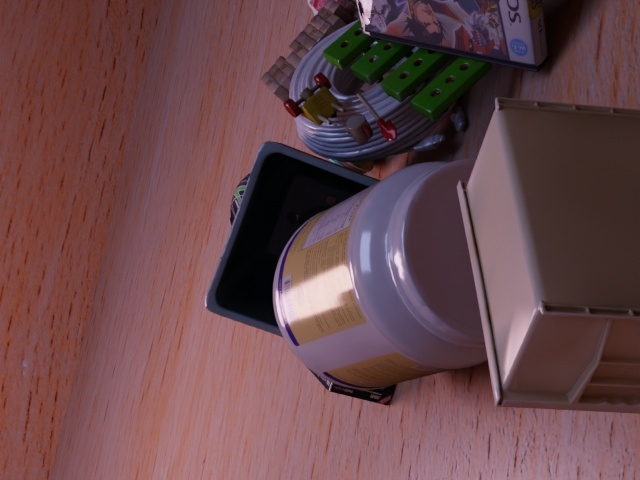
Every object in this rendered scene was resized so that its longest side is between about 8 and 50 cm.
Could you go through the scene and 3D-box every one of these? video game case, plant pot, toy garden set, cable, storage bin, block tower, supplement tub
[{"bbox_3d":[0.147,-0.343,1.674,0.275,0.248,0.035,18,50,34],"label":"video game case"},{"bbox_3d":[0.000,0.000,1.919,0.252,0.247,0.248,-82,12,-80],"label":"plant pot"},{"bbox_3d":[0.084,-0.202,1.803,0.204,0.049,0.244,-42,43,-11],"label":"toy garden set"},{"bbox_3d":[0.075,-0.221,1.927,0.257,0.089,0.257,-16,44,18],"label":"cable"},{"bbox_3d":[0.276,0.012,1.184,0.123,0.260,0.262,103,168,-45],"label":"storage bin"},{"bbox_3d":[0.055,-0.340,2.074,0.335,0.091,0.097,-48,26,5],"label":"block tower"},{"bbox_3d":[0.109,0.043,1.588,0.331,0.241,0.241,-26,50,62],"label":"supplement tub"}]

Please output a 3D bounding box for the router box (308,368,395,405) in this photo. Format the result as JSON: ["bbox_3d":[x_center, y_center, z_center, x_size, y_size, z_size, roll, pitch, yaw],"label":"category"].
[{"bbox_3d":[0.040,0.184,1.861,0.038,0.092,0.122,-71,21,7],"label":"router box"}]

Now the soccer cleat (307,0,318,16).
[{"bbox_3d":[0.001,-0.458,2.378,0.116,0.143,0.331,-50,31,45],"label":"soccer cleat"}]

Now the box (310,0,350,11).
[{"bbox_3d":[0.096,-0.465,2.173,0.257,0.122,0.128,-67,23,16],"label":"box"}]

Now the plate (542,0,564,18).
[{"bbox_3d":[0.198,-0.381,1.663,0.045,0.278,0.277,-51,7,-33],"label":"plate"}]

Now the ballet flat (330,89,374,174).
[{"bbox_3d":[0.025,-0.211,2.182,0.123,0.123,0.348,-67,20,15],"label":"ballet flat"}]

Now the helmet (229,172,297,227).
[{"bbox_3d":[-0.071,-0.048,2.222,0.169,0.169,0.161,-51,46,44],"label":"helmet"}]
